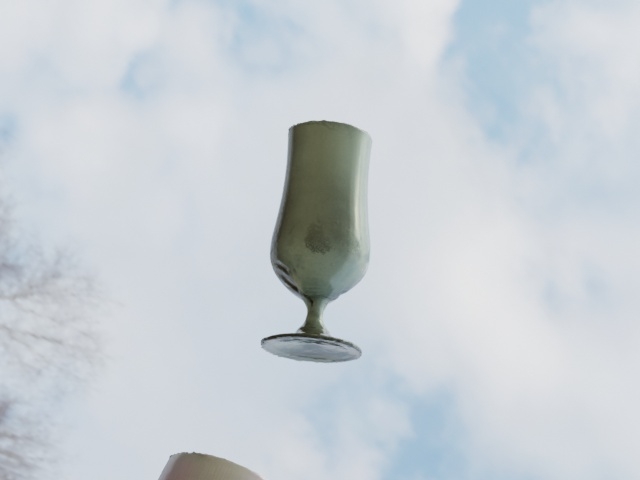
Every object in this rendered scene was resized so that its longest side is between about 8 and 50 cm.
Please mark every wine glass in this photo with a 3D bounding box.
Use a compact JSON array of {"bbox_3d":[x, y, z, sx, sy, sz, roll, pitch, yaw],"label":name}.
[{"bbox_3d":[0.000,0.000,1.403,0.103,0.103,0.231,-5,-111,25],"label":"wine glass"}]

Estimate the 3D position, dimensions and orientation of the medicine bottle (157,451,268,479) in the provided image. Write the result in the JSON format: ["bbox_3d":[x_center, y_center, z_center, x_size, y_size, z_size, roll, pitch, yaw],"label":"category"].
[{"bbox_3d":[-0.129,0.329,1.256,0.152,0.152,0.254,6,-126,28],"label":"medicine bottle"}]
